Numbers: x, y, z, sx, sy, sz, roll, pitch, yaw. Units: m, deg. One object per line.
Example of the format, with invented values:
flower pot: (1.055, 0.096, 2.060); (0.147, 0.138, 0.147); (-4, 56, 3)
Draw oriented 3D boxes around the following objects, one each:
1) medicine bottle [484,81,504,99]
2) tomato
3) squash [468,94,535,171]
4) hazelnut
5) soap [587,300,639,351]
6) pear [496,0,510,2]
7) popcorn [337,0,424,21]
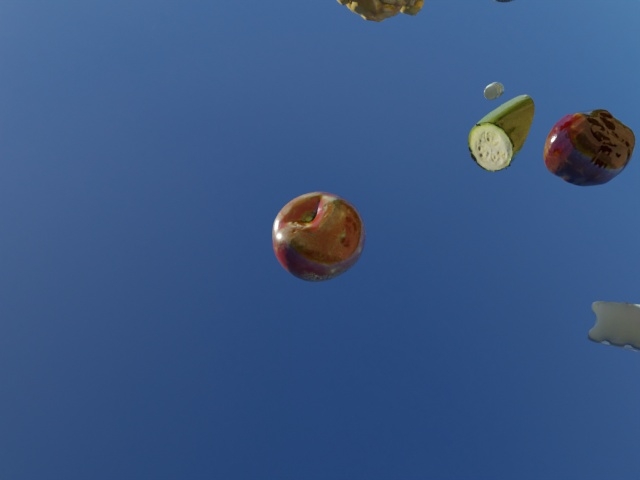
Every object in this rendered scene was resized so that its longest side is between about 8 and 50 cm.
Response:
medicine bottle: (0.525, -0.452, 1.652); (0.047, 0.047, 0.083); (52, -145, 1)
tomato: (0.000, 0.000, 1.559); (0.222, 0.270, 0.270); (59, -141, -40)
squash: (0.632, -0.360, 1.813); (0.260, 0.189, 0.189); (-31, -95, -31)
hazelnut: (0.744, -0.260, 1.527); (0.234, 0.218, 0.218); (20, -125, -4)
soap: (0.744, 0.206, 1.223); (0.289, 0.173, 0.095); (17, -99, -41)
pear: (0.616, -0.880, 1.812); (0.167, 0.167, 0.136); (58, -151, 6)
popcorn: (0.170, -0.857, 1.602); (0.354, 0.344, 0.390); (-38, -95, -24)
